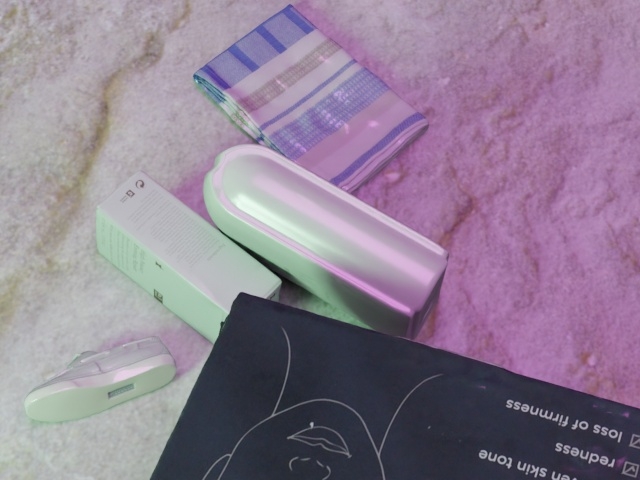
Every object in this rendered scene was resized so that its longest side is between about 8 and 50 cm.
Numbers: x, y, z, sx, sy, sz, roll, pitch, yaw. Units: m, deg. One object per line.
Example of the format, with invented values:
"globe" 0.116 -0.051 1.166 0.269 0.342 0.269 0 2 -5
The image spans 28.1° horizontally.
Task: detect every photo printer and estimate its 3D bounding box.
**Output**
"photo printer" 0.000 0.000 1.536 0.307 0.256 0.107 30 81 8

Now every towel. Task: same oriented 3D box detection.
"towel" -0.012 -0.192 1.764 0.285 0.034 0.209 43 63 15

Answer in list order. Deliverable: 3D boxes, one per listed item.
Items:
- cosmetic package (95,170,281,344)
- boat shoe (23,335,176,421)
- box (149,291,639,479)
"cosmetic package" -0.164 0.031 1.569 0.231 0.117 0.085 38 63 14
"boat shoe" -0.265 0.158 1.516 0.184 0.066 0.063 -20 52 -16
"box" 0.056 0.370 1.265 0.479 0.297 0.472 16 58 15
